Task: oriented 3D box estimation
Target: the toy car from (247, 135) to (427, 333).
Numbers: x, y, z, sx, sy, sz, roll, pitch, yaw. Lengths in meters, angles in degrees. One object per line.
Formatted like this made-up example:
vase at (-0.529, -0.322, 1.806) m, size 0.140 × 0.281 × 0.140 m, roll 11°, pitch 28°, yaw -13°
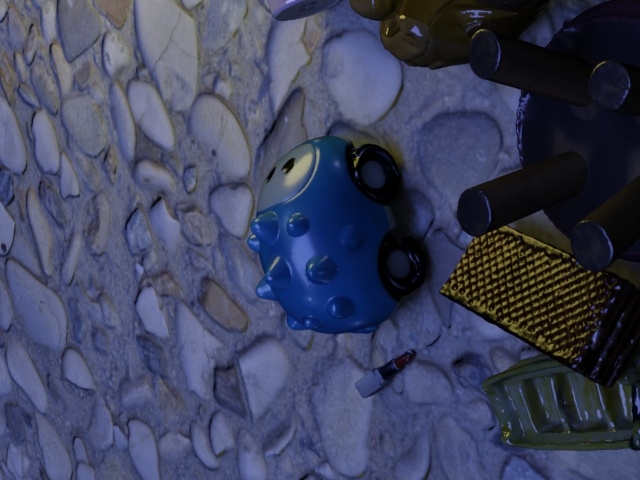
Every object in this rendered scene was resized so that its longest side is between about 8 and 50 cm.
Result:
toy car at (0.000, 0.000, 1.577) m, size 0.188 × 0.190 × 0.255 m, roll -18°, pitch 85°, yaw 51°

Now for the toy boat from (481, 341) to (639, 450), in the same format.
toy boat at (0.299, 0.167, 1.362) m, size 0.276 × 0.084 × 0.111 m, roll -17°, pitch 91°, yaw 54°

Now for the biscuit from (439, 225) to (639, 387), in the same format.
biscuit at (0.236, 0.060, 1.350) m, size 0.106 × 0.070 × 0.252 m, roll -60°, pitch 35°, yaw 1°

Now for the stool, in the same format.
stool at (0.266, -0.099, 1.239) m, size 0.272 × 0.178 × 0.272 m, roll 16°, pitch 112°, yaw 47°

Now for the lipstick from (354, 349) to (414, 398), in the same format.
lipstick at (0.088, 0.172, 1.652) m, size 0.107 × 0.025 × 0.025 m, roll -42°, pitch 70°, yaw 41°

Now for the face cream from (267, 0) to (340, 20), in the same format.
face cream at (-0.066, -0.454, 1.585) m, size 0.102 × 0.102 × 0.346 m, roll -23°, pitch 84°, yaw 50°

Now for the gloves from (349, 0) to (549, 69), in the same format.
gloves at (0.148, -0.259, 1.343) m, size 0.141 × 0.154 × 0.331 m, roll 59°, pitch 159°, yaw -7°
